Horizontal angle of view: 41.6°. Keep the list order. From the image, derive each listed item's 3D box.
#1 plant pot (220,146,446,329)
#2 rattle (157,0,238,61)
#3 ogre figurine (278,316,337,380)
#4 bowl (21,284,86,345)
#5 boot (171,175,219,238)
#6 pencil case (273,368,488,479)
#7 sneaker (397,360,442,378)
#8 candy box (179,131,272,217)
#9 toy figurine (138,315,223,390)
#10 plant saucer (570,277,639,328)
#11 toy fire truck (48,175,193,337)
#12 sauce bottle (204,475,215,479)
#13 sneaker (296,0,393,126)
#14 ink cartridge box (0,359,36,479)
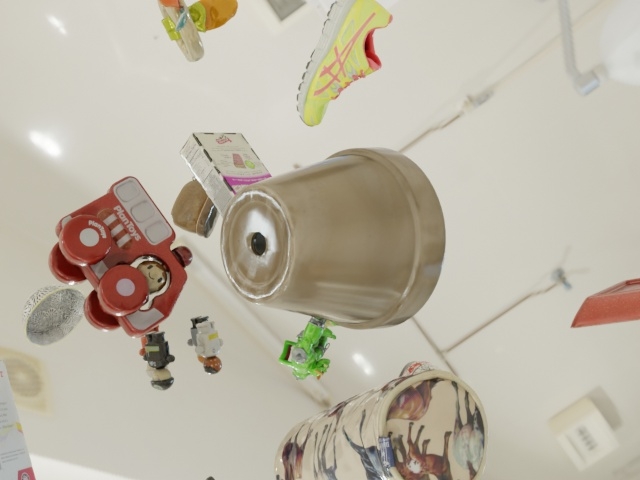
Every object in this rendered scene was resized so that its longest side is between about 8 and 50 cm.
[{"bbox_3d":[0.000,0.000,1.404,0.280,0.323,0.323,-2,-129,-44],"label":"plant pot"},{"bbox_3d":[-0.191,-0.376,1.367,0.200,0.142,0.130,116,139,-76],"label":"rattle"},{"bbox_3d":[-0.018,0.204,1.630,0.096,0.118,0.197,34,157,-6],"label":"ogre figurine"},{"bbox_3d":[-0.663,0.165,2.047,0.080,0.170,0.170,36,176,27],"label":"bowl"},{"bbox_3d":[-0.297,-0.156,2.216,0.115,0.305,0.112,16,152,13],"label":"boot"},{"bbox_3d":[0.069,0.314,1.215,0.159,0.184,0.410,24,152,-15],"label":"pencil case"},{"bbox_3d":[0.177,0.375,1.728,0.090,0.270,0.145,26,169,-10],"label":"sneaker"},{"bbox_3d":[-0.192,-0.140,1.905,0.159,0.071,0.233,-7,-124,-50],"label":"candy box"},{"bbox_3d":[-0.357,0.288,2.169,0.213,0.209,0.148,-178,79,-72],"label":"toy figurine"},{"bbox_3d":[0.568,0.085,1.374,0.258,0.259,0.048,-10,-92,-53],"label":"plant saucer"},{"bbox_3d":[-0.402,0.036,1.763,0.302,0.254,0.169,53,147,1],"label":"toy fire truck"},{"bbox_3d":[-0.256,0.500,1.621,0.042,0.128,0.042,30,134,37],"label":"sauce bottle"},{"bbox_3d":[0.034,-0.241,1.164,0.094,0.209,0.081,25,-148,1],"label":"sneaker"},{"bbox_3d":[-0.690,0.397,1.656,0.226,0.131,0.306,48,-160,-79],"label":"ink cartridge box"}]
